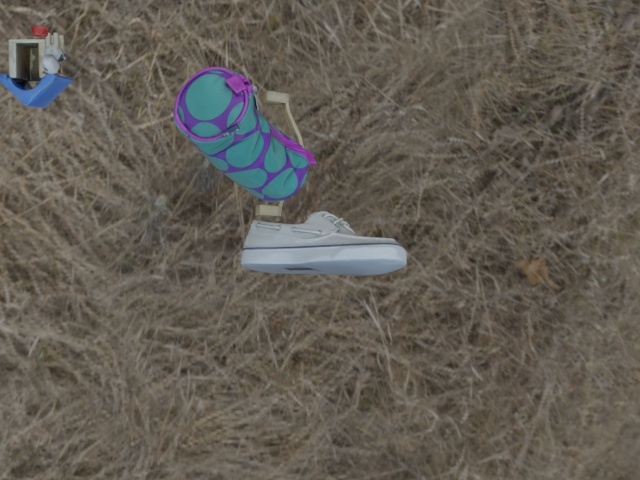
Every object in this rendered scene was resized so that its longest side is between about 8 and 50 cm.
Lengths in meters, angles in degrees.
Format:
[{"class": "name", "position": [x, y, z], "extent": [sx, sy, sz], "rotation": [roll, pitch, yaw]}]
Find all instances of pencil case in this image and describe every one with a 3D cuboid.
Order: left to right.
[{"class": "pencil case", "position": [-0.061, -0.086, 0.700], "extent": [0.070, 0.064, 0.152], "rotation": [-27, 157, 10]}]

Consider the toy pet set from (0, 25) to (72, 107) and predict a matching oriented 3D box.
[{"class": "toy pet set", "position": [-0.299, -0.164, 0.785], "extent": [0.122, 0.114, 0.065], "rotation": [1, 95, 6]}]

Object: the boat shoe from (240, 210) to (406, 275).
[{"class": "boat shoe", "position": [0.000, 0.000, 1.146], "extent": [0.258, 0.095, 0.084], "rotation": [0, 75, 27]}]

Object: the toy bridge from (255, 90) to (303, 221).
[{"class": "toy bridge", "position": [-0.057, -0.120, 1.185], "extent": [0.063, 0.026, 0.188], "rotation": [5, 85, -21]}]
